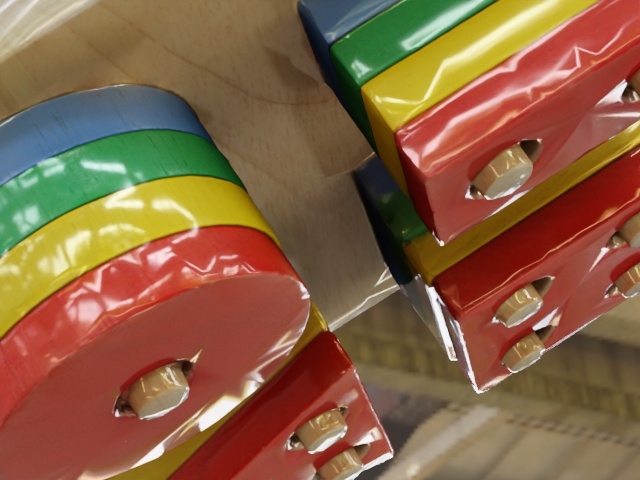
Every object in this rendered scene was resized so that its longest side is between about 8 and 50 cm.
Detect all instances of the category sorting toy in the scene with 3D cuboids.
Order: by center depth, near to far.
[{"bbox_3d":[0.000,0.000,0.416,0.255,0.089,0.257,-32,-24,-4],"label":"sorting toy"}]
